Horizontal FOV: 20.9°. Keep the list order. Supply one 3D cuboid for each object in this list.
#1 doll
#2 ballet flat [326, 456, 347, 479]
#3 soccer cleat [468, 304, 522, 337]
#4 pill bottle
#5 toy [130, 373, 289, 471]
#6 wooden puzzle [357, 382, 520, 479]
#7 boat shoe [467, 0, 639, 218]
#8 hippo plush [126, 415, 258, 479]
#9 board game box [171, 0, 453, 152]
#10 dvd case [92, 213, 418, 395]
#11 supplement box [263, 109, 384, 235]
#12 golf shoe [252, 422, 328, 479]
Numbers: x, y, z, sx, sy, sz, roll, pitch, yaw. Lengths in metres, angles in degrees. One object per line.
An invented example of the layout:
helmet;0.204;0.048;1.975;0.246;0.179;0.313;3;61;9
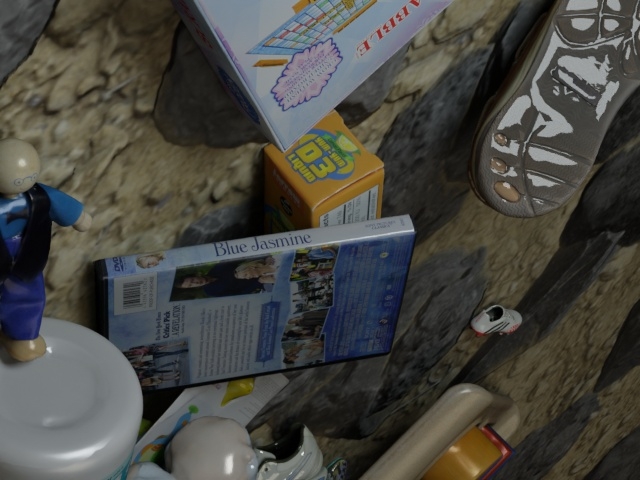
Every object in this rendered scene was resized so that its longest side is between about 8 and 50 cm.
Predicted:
doll;-0.213;0.005;1.182;0.129;0.046;0.189;-16;137;-28
ballet flat;-0.002;0.291;1.909;0.114;0.041;0.041;-47;154;5
soccer cleat;0.197;0.085;1.903;0.083;0.029;0.036;-7;140;-44
pill bottle;-0.226;0.193;1.326;0.146;0.146;0.264;-23;147;-36
toy;-0.142;0.178;1.527;0.237;0.056;0.137;-45;151;-2
wooden puzzle;0.109;0.307;1.996;0.322;0.080;0.348;-45;163;3
boat shoe;0.229;-0.163;1.513;0.324;0.123;0.116;-51;-172;-6
hippo plush;-0.079;0.327;1.493;0.234;0.236;0.294;-40;151;-12
board game box;0.033;-0.246;1.140;0.318;0.066;0.318;-41;153;-6
dvd case;-0.055;0.056;1.393;0.253;0.022;0.180;-9;145;-13
supplement box;0.000;0.000;1.443;0.080;0.078;0.233;-28;149;-22
golf shoe;-0.075;0.243;1.732;0.176;0.069;0.086;-33;132;-28
